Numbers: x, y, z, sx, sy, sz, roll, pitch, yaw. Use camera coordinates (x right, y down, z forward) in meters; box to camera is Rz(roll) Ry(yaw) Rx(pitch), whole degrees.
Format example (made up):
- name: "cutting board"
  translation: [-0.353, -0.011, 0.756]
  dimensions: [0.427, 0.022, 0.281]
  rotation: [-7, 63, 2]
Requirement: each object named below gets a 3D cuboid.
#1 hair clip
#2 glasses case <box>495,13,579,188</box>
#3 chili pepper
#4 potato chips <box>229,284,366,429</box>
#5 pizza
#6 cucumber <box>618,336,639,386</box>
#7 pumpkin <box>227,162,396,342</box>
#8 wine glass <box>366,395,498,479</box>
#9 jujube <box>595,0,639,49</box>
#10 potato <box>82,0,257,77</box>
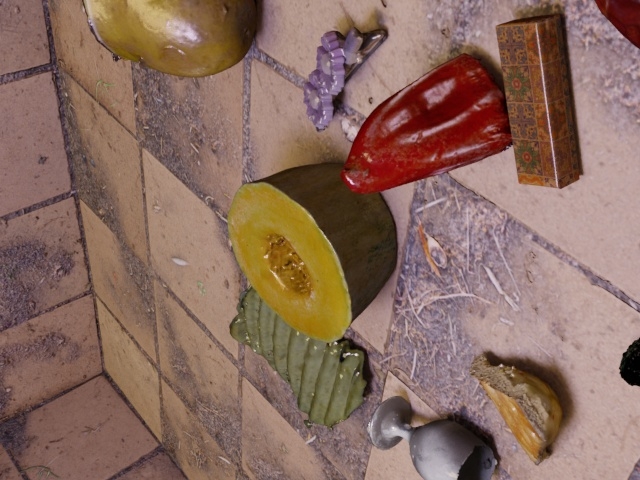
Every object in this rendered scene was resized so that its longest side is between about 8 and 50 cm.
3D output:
- name: "hair clip"
  translation: [0.025, -0.276, 1.288]
  dimensions: [0.292, 0.084, 0.106]
  rotation: [127, 130, -60]
- name: "glasses case"
  translation: [0.288, -0.180, 0.990]
  dimensions: [0.075, 0.049, 0.218]
  rotation: [18, 126, 57]
- name: "chili pepper"
  translation: [0.134, -0.154, 1.053]
  dimensions: [0.136, 0.253, 0.144]
  rotation: [45, 156, 59]
- name: "potato chips"
  translation: [-0.054, 0.262, 1.748]
  dimensions: [0.373, 0.097, 0.389]
  rotation: [51, 145, 10]
- name: "pizza"
  translation: [0.343, 0.279, 1.220]
  dimensions: [0.204, 0.080, 0.188]
  rotation: [57, 172, -7]
- name: "cucumber"
  translation: [0.458, 0.116, 0.938]
  dimensions: [0.072, 0.072, 0.300]
  rotation: [50, 146, 21]
- name: "pumpkin"
  translation: [0.000, 0.000, 1.417]
  dimensions: [0.332, 0.199, 0.332]
  rotation: [36, 146, 30]
- name: "wine glass"
  translation: [0.209, 0.390, 1.435]
  dimensions: [0.241, 0.126, 0.126]
  rotation: [20, 127, 50]
- name: "jujube"
  translation: [0.337, -0.292, 0.712]
  dimensions: [0.290, 0.197, 0.197]
  rotation: [67, 151, 24]
- name: "potato"
  translation: [-0.245, -0.504, 1.420]
  dimensions: [0.296, 0.290, 0.397]
  rotation: [12, 85, 19]
